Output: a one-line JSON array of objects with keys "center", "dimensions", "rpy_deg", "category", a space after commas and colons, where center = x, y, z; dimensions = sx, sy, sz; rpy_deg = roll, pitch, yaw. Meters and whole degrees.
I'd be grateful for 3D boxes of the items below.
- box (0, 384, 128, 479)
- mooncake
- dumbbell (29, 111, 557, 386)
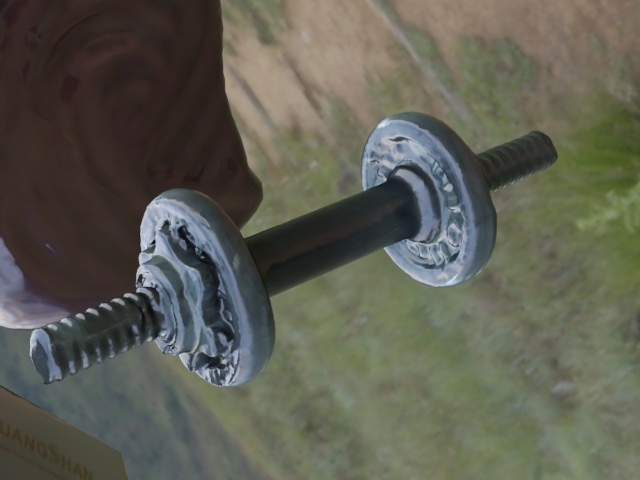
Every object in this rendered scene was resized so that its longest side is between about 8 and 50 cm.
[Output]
[{"center": [-0.208, 0.144, 0.532], "dimensions": [0.149, 0.233, 0.067], "rpy_deg": [44, -162, -53], "category": "box"}, {"center": [-0.177, -0.096, 0.922], "dimensions": [0.334, 0.325, 0.174], "rpy_deg": [20, 180, -36], "category": "mooncake"}, {"center": [0.000, 0.000, 0.525], "dimensions": [0.082, 0.254, 0.081], "rpy_deg": [36, 138, 41], "category": "dumbbell"}]
